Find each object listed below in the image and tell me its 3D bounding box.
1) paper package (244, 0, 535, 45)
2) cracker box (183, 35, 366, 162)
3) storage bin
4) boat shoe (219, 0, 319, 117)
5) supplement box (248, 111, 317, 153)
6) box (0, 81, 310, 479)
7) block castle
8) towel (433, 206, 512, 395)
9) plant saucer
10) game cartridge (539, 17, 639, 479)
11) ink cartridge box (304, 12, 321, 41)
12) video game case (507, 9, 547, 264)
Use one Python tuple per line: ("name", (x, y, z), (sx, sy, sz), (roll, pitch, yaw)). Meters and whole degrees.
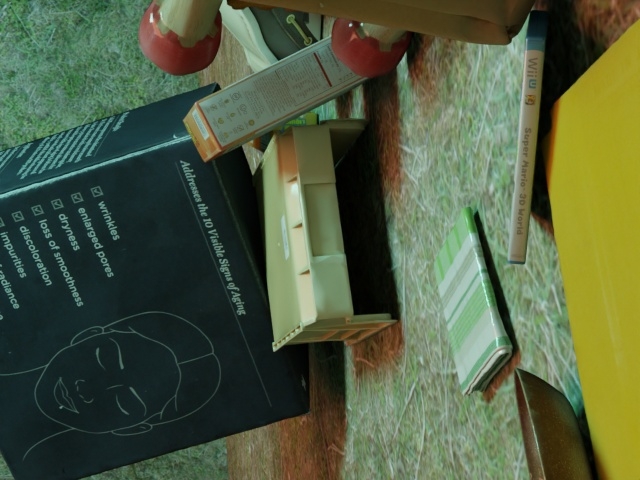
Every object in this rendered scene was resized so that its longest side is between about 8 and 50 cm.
("paper package", (-0.005, -0.308, 0.793), (0.324, 0.310, 0.168), (-105, 27, -53))
("cracker box", (-0.042, -0.177, 1.222), (0.067, 0.232, 0.156), (64, 168, -5))
("storage bin", (0.000, 0.000, 1.359), (0.260, 0.123, 0.262), (134, 131, -72))
("boat shoe", (-0.068, -0.287, 1.303), (0.116, 0.097, 0.324), (41, 173, 39))
("supplement box", (-0.065, -0.181, 1.678), (0.233, 0.078, 0.080), (-138, 48, -71))
("box", (-0.308, 0.072, 1.590), (0.297, 0.472, 0.479), (-90, -17, -67))
("block castle", (-0.063, -0.401, 1.093), (0.213, 0.303, 0.453), (140, 125, -67))
("towel", (0.145, 0.059, 0.976), (0.113, 0.023, 0.152), (111, 154, -58))
("plant saucer", (0.176, 0.187, 0.740), (0.198, 0.036, 0.198), (-11, -90, -83))
("game cartridge", (0.220, 0.027, 0.574), (0.285, 0.053, 0.323), (126, 140, -71))
("ink cartridge box", (-0.055, -0.394, 1.524), (0.158, 0.092, 0.217), (-115, 26, -56))
("video game case", (0.156, -0.080, 0.770), (0.119, 0.015, 0.166), (-59, -29, -65))
